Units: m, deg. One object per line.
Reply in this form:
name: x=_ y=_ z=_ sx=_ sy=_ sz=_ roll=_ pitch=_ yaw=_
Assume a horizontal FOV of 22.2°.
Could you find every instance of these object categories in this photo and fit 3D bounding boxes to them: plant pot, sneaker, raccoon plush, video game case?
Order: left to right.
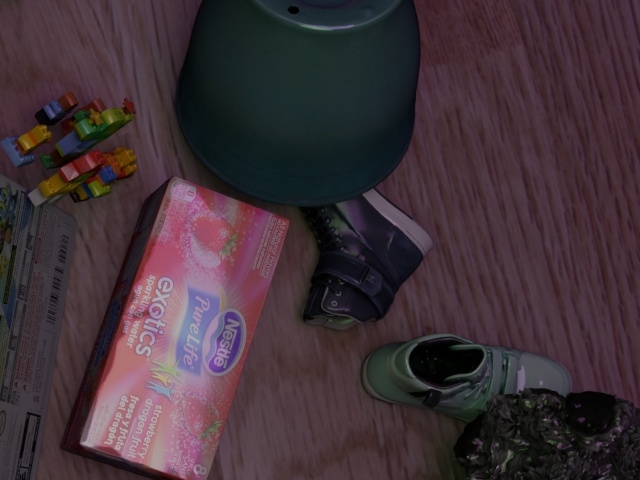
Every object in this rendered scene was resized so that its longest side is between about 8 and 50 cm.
video game case: x=-0.336 y=0.103 z=1.628 sx=0.036 sy=0.300 sz=0.329 roll=5 pitch=79 yaw=14
plant pot: x=-0.012 y=-0.216 z=1.732 sx=0.271 sy=0.255 sz=0.272 roll=4 pitch=59 yaw=-6
sneaker: x=0.001 y=0.000 z=1.839 sx=0.226 sy=0.086 sz=0.163 roll=38 pitch=71 yaw=-9
sneaker: x=0.188 y=0.158 z=1.837 sx=0.255 sy=0.151 sz=0.094 roll=6 pitch=79 yaw=-17
raccoon plush: x=0.314 y=0.346 z=1.754 sx=0.446 sy=0.216 sz=0.299 roll=19 pitch=64 yaw=-25

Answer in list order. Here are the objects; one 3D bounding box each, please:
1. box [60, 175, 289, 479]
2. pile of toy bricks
box: x=-0.156 y=0.101 z=1.744 sx=0.142 sy=0.154 sz=0.300 roll=21 pitch=76 yaw=-12
pile of toy bricks: x=-0.240 y=-0.111 z=1.718 sx=0.105 sy=0.212 sz=0.118 roll=-33 pitch=87 yaw=19
